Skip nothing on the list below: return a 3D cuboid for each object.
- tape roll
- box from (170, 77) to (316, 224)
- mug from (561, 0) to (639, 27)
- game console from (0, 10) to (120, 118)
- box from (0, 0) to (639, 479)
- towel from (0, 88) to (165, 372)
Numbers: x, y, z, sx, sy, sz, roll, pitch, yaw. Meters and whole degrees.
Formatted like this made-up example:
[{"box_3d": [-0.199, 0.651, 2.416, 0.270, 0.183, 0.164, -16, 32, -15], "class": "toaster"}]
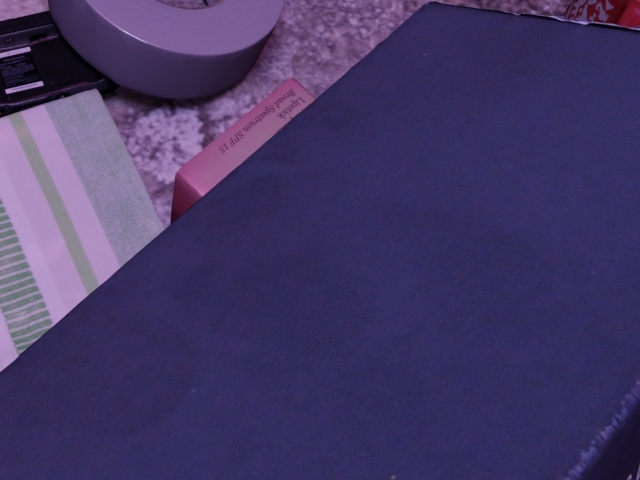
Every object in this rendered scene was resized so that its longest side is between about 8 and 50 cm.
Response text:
[{"box_3d": [-0.147, -0.245, 0.980, 0.219, 0.072, 0.219, 12, 57, -18], "class": "tape roll"}, {"box_3d": [0.000, 0.000, 0.893, 0.232, 0.127, 0.148, 42, 65, 10], "class": "box"}, {"box_3d": [0.315, -0.219, 1.029, 0.113, 0.169, 0.150, 2, 65, -10], "class": "mug"}, {"box_3d": [-0.354, -0.128, 0.931, 0.361, 0.044, 0.213, -17, 72, -17], "class": "game console"}, {"box_3d": [0.084, 0.198, 0.594, 0.297, 0.472, 0.480, 22, 56, 42], "class": "box"}, {"box_3d": [-0.287, 0.017, 0.832, 0.324, 0.038, 0.248, -22, 70, -22], "class": "towel"}]
